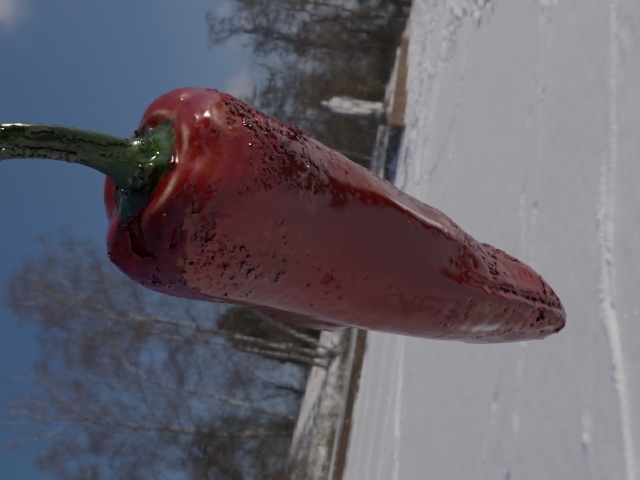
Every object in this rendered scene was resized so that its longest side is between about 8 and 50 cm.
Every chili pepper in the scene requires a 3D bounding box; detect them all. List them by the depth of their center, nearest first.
[{"bbox_3d":[0.000,0.000,0.480,0.110,0.388,0.110,-27,54,44],"label":"chili pepper"}]
